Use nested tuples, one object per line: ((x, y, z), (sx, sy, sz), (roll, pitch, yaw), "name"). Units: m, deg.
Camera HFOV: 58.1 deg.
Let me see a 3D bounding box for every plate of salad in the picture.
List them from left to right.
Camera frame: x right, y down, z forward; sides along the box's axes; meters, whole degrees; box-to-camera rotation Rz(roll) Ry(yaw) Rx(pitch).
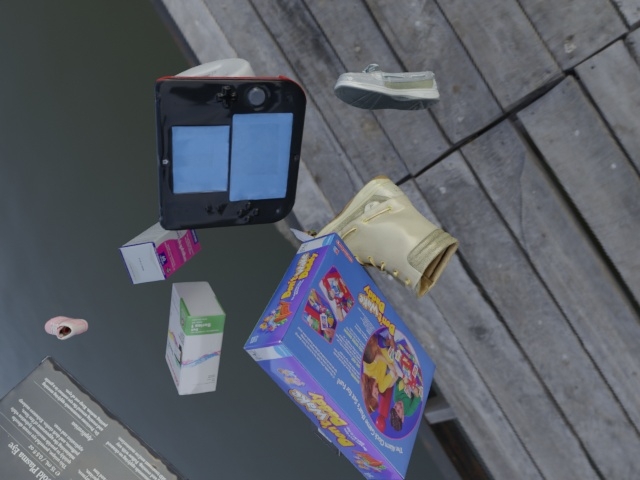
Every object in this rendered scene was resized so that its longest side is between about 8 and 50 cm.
((0.000, 0.000, 1.756), (0.199, 0.200, 0.048), (24, 85, 28), "plate of salad")

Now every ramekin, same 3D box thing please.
((-0.276, -0.353, 1.456), (0.277, 0.277, 0.135), (8, 130, 36), "ramekin")

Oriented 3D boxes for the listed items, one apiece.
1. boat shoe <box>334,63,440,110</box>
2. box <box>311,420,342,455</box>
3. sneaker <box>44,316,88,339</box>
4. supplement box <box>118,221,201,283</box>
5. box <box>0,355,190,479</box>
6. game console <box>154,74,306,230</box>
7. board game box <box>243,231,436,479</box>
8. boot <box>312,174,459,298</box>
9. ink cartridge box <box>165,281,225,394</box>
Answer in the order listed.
((0.181, -0.419, 1.557), (0.118, 0.320, 0.103), (158, 108, -65), "boat shoe")
((0.093, 0.583, 1.899), (0.153, 0.207, 0.108), (29, 127, 46), "box")
((-0.713, 0.240, 1.576), (0.134, 0.070, 0.051), (-3, 97, 17), "sneaker")
((-0.448, 0.023, 1.632), (0.113, 0.220, 0.111), (-9, 110, 19), "supplement box")
((-0.427, 0.428, 0.920), (0.343, 0.312, 0.179), (37, 148, 12), "box")
((-0.211, -0.199, 1.362), (0.060, 0.341, 0.387), (-126, 36, -47), "game console")
((0.052, 0.194, 0.950), (0.078, 0.233, 0.347), (-16, 122, 38), "board game box")
((0.093, 0.041, 1.015), (0.262, 0.095, 0.203), (-48, 62, 6), "boot")
((-0.384, 0.294, 1.748), (0.201, 0.117, 0.279), (45, 129, 53), "ink cartridge box")
